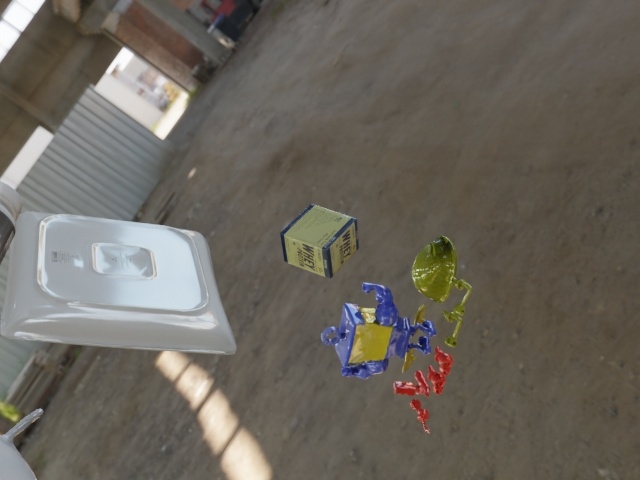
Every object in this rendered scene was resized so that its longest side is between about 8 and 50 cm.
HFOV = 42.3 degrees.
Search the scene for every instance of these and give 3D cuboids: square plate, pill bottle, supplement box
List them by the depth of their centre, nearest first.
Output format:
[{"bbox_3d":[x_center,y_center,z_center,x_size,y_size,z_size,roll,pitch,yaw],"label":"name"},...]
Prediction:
[{"bbox_3d":[-0.390,-0.001,0.926,0.078,0.078,0.137,-41,30,42],"label":"pill bottle"},{"bbox_3d":[0.000,0.000,1.214,0.083,0.083,0.056,-46,-38,-38],"label":"supplement box"},{"bbox_3d":[-0.323,0.052,1.332,0.347,0.343,0.049,-117,40,-55],"label":"square plate"}]

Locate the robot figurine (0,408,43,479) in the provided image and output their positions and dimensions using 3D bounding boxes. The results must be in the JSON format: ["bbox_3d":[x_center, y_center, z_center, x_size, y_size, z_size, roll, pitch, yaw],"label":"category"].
[{"bbox_3d":[-0.318,0.270,0.574,0.199,0.299,0.354,-33,38,58],"label":"robot figurine"}]

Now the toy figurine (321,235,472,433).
[{"bbox_3d":[0.114,0.170,1.504,0.191,0.217,0.363,-102,18,-55],"label":"toy figurine"}]
